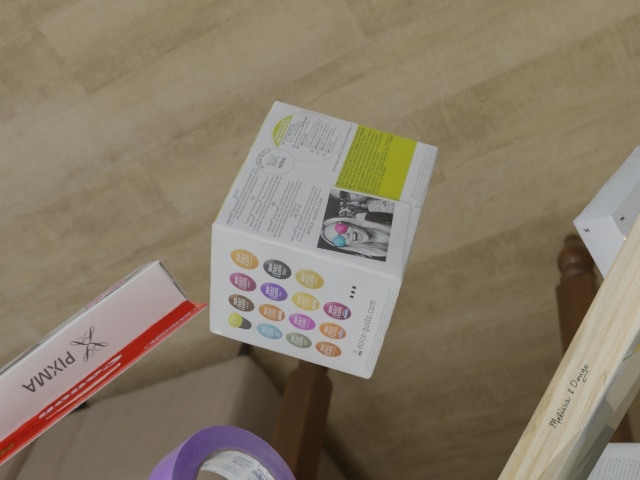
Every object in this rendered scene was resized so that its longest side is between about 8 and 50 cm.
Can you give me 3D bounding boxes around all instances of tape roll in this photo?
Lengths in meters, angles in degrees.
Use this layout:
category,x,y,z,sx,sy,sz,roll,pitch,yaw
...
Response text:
category,x,y,z,sx,sy,sz,roll,pitch,yaw
tape roll,-0.155,0.453,1.429,0.275,0.274,0.090,38,125,-15

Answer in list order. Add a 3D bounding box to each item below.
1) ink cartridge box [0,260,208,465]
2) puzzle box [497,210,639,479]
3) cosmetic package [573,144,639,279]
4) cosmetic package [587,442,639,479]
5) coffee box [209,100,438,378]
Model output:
category,x,y,z,sx,sy,sz,roll,pitch,yaw
ink cartridge box,-0.253,0.121,0.845,0.060,0.275,0.239,54,164,-7
puzzle box,0.318,0.126,0.922,0.052,0.272,0.408,32,110,28
cosmetic package,0.681,0.031,1.688,0.097,0.284,0.377,-10,117,56
cosmetic package,0.603,0.512,1.293,0.330,0.327,0.393,22,164,-4
coffee box,0.000,0.000,1.617,0.335,0.338,0.337,16,141,5
